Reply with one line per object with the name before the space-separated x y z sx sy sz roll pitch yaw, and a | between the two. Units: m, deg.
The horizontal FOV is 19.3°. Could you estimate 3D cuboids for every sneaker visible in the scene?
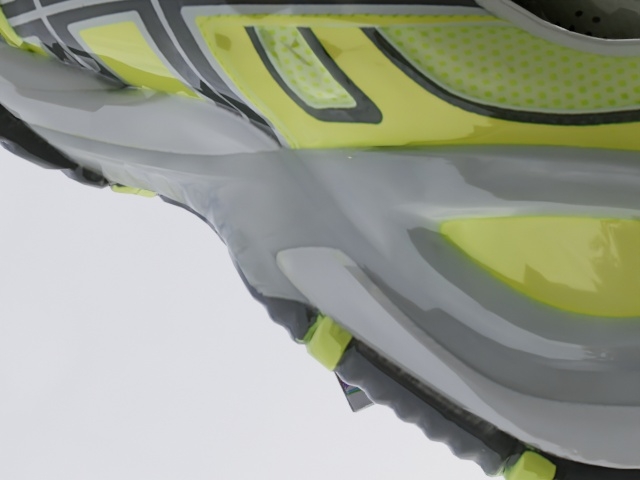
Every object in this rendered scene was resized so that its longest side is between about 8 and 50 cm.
sneaker | -0.021 -0.086 0.532 0.385 0.147 0.145 30 -153 15

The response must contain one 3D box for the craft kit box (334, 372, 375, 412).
craft kit box | 0.000 0.000 1.354 0.061 0.250 0.246 -27 -94 1
